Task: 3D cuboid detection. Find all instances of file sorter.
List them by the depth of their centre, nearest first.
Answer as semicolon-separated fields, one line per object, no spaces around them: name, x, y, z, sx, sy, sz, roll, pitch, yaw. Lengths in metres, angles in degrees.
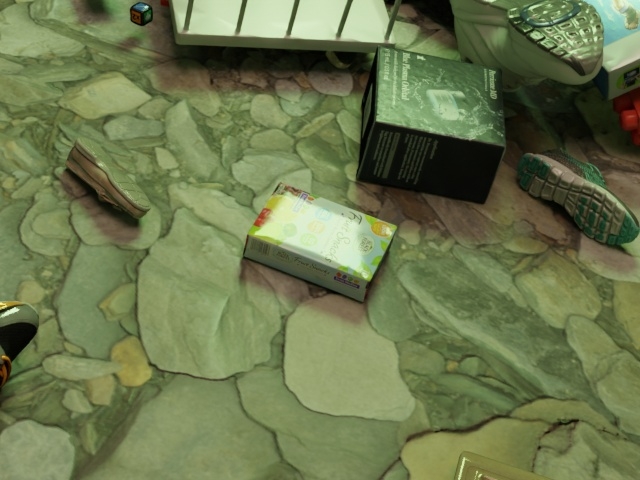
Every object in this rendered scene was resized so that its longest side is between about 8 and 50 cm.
file sorter;-0.040;-0.361;1.730;0.278;0.173;0.192;1;50;-16

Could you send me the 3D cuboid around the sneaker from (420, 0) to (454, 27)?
sneaker;0.160;-0.391;1.913;0.097;0.084;0.234;-28;72;-32

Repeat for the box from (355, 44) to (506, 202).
box;0.131;-0.140;1.669;0.158;0.093;0.156;11;43;-6

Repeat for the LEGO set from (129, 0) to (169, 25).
LEGO set;-0.230;-0.345;1.837;0.182;0.060;0.244;-14;42;-21

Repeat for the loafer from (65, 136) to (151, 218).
loafer;-0.232;-0.061;1.534;0.125;0.039;0.045;46;18;26

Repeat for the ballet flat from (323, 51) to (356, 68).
ballet flat;0.005;-0.282;1.831;0.057;0.049;0.173;16;40;-39

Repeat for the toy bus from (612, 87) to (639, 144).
toy bus;0.478;-0.142;1.741;0.211;0.149;0.220;-9;49;-6

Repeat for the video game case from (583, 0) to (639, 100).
video game case;0.402;-0.330;1.767;0.244;0.061;0.269;-24;57;-6

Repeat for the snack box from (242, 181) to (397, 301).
snack box;0.000;0.000;1.525;0.141;0.037;0.100;22;44;7

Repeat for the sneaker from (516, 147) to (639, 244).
sneaker;0.316;-0.060;1.660;0.166;0.065;0.076;40;45;24

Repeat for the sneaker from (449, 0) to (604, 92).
sneaker;0.255;-0.237;1.724;0.111;0.129;0.297;-13;26;-16

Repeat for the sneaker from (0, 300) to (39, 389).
sneaker;-0.323;0.139;1.266;0.083;0.084;0.215;32;55;16

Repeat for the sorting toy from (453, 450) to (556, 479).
sorting toy;0.252;0.317;1.263;0.307;0.041;0.229;18;38;4
